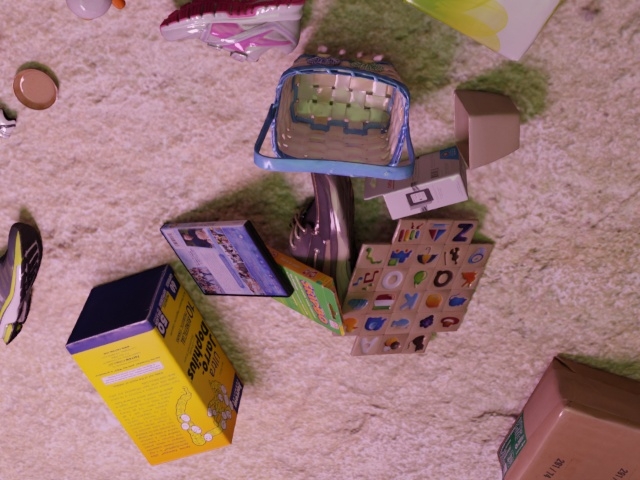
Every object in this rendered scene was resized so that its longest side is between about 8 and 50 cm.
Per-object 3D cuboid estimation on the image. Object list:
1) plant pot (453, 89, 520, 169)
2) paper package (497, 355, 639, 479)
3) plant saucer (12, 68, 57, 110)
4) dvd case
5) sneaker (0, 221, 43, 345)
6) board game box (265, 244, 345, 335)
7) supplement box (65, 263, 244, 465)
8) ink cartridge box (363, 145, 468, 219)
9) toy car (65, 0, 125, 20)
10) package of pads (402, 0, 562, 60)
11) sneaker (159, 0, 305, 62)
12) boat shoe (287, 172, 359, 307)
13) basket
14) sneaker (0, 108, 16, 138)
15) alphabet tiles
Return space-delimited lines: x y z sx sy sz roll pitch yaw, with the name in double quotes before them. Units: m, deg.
"plant pot" 0.294 -0.201 1.760 0.096 0.109 0.109 -9 123 -4
"paper package" 0.570 0.442 2.121 0.310 0.168 0.324 18 124 -4
"plant saucer" -0.522 -0.279 1.839 0.084 0.015 0.083 3 125 4
"dvd case" -0.184 0.038 1.941 0.253 0.022 0.180 -2 130 43
"sneaker" -0.653 0.083 2.045 0.121 0.111 0.299 21 121 -4
"board game box" -0.050 0.086 1.924 0.259 0.039 0.124 28 146 40
"supplement box" -0.331 0.261 2.075 0.195 0.194 0.356 -18 121 17
"ink cartridge box" 0.175 -0.101 1.834 0.180 0.104 0.060 -15 122 16
"toy car" -0.365 -0.456 1.633 0.136 0.159 0.181 -18 123 -12
"package of pads" 0.299 -0.457 1.584 0.229 0.101 0.296 27 123 -10
"sneaker" -0.146 -0.351 1.699 0.253 0.103 0.111 -2 122 8
"boat shoe" 0.000 0.000 1.904 0.130 0.132 0.355 -1 123 9
"basket" 0.025 -0.193 1.674 0.255 0.288 0.201 5 129 -1
"sneaker" -0.616 -0.238 1.868 0.109 0.040 0.043 36 104 -21
"alphabet tiles" 0.179 0.095 1.952 0.285 0.011 0.342 -1 128 -25
